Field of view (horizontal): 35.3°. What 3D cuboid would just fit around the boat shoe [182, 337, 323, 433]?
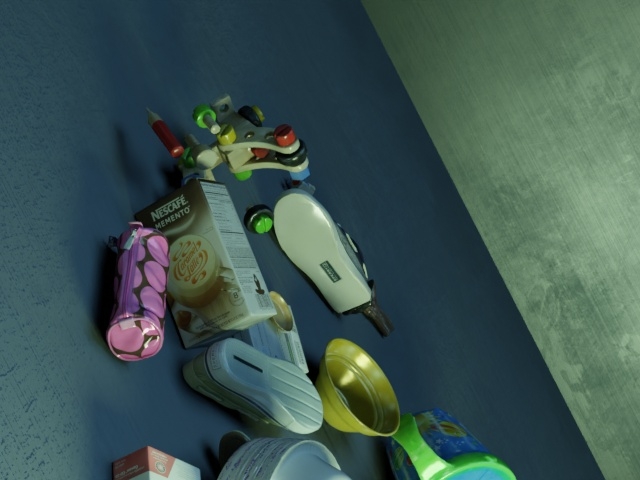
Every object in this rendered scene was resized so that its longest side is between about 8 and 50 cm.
[{"bbox_3d":[-0.106,0.245,1.683,0.302,0.094,0.109,41,40,-43],"label":"boat shoe"}]

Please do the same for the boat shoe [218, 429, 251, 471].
[{"bbox_3d":[-0.108,0.377,1.587,0.072,0.068,0.189,-80,151,-76],"label":"boat shoe"}]

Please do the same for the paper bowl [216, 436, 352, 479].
[{"bbox_3d":[-0.034,0.429,1.450,0.284,0.148,0.284,8,81,-62],"label":"paper bowl"}]

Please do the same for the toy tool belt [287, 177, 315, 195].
[{"bbox_3d":[-0.053,-0.129,2.322,0.051,0.052,0.083,40,-2,42],"label":"toy tool belt"}]

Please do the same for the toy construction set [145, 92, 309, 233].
[{"bbox_3d":[-0.200,-0.172,1.842,0.309,0.257,0.237,33,12,-48],"label":"toy construction set"}]

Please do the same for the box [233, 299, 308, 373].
[{"bbox_3d":[-0.100,0.171,1.865,0.186,0.038,0.145,29,39,-57],"label":"box"}]

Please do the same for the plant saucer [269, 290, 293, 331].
[{"bbox_3d":[-0.080,0.135,1.879,0.083,0.015,0.083,49,24,-31],"label":"plant saucer"}]

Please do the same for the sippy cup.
[{"bbox_3d":[0.249,0.471,2.061,0.224,0.240,0.305,-124,-149,-54],"label":"sippy cup"}]

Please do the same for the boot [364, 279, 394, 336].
[{"bbox_3d":[0.141,0.164,2.427,0.114,0.037,0.106,46,40,-31],"label":"boot"}]

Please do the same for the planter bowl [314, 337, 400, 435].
[{"bbox_3d":[0.052,0.306,1.967,0.217,0.090,0.217,39,27,-25],"label":"planter bowl"}]

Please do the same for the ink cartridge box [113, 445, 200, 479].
[{"bbox_3d":[-0.210,0.385,1.324,0.115,0.067,0.198,40,29,-45],"label":"ink cartridge box"}]

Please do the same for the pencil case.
[{"bbox_3d":[-0.275,0.073,1.508,0.098,0.095,0.209,92,-7,-45],"label":"pencil case"}]

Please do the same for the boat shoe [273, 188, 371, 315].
[{"bbox_3d":[0.000,0.000,2.208,0.158,0.127,0.340,-94,158,-58],"label":"boat shoe"}]

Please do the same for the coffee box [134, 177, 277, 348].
[{"bbox_3d":[-0.191,0.038,1.671,0.098,0.141,0.246,4,60,-65],"label":"coffee box"}]
